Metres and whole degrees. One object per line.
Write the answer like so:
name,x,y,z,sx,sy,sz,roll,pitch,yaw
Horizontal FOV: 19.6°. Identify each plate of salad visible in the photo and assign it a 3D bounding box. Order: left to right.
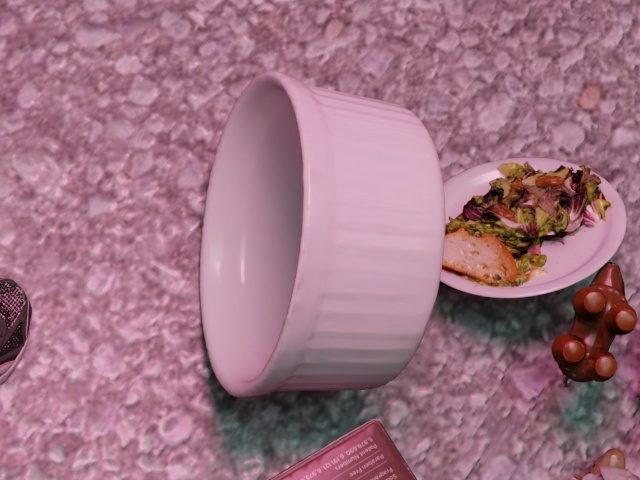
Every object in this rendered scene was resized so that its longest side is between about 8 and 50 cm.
plate of salad,0.181,-0.022,1.711,0.199,0.048,0.200,-8,39,6

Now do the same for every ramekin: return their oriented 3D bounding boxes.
ramekin,0.000,0.000,1.586,0.135,0.277,0.277,5,67,-21

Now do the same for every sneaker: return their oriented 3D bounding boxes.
sneaker,-0.302,0.105,1.569,0.072,0.077,0.178,31,64,-2

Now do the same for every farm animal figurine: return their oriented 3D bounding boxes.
farm animal figurine,0.370,0.141,1.674,0.330,0.172,0.327,-3,87,0

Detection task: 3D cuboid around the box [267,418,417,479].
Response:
box,0.015,0.288,1.524,0.167,0.168,0.203,-28,77,-23
